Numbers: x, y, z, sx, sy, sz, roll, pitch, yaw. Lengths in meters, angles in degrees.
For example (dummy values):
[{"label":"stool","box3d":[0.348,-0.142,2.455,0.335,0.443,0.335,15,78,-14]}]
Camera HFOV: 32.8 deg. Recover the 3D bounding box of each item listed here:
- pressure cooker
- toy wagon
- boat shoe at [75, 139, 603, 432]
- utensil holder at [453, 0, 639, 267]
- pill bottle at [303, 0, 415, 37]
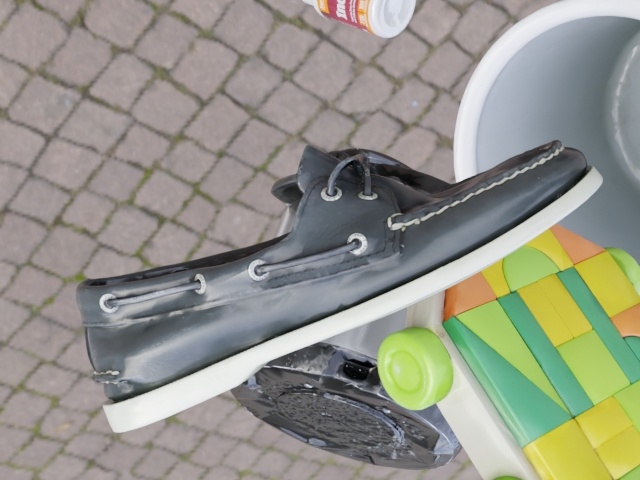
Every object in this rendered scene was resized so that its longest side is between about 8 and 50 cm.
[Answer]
[{"label":"pressure cooker","box3d":[0.093,0.085,1.600,0.375,0.420,0.370,13,154,14]},{"label":"toy wagon","box3d":[0.205,0.138,0.793,0.267,0.344,0.068,-17,158,-41]},{"label":"boat shoe","box3d":[0.000,0.000,0.674,0.340,0.113,0.127,-26,-178,12]},{"label":"utensil holder","box3d":[0.383,-0.115,1.194,0.385,0.327,0.328,-21,146,-50]},{"label":"pill bottle","box3d":[0.044,-0.326,1.437,0.086,0.152,0.086,-27,130,-38]}]
